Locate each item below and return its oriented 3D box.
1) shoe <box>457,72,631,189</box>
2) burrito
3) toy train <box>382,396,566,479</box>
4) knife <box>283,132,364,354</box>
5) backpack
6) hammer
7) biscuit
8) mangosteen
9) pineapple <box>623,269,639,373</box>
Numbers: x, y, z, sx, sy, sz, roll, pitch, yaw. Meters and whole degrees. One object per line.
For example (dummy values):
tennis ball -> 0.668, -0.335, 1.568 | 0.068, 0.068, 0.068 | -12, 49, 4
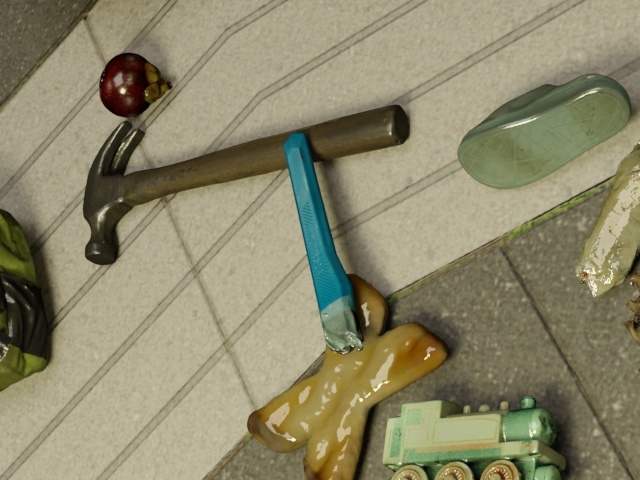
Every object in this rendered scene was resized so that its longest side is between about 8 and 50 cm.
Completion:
shoe -> 0.234, -0.121, 1.905 | 0.195, 0.079, 0.078 | -25, 23, 35
burrito -> 0.302, -0.031, 1.824 | 0.058, 0.045, 0.188 | 21, 86, 46
toy train -> 0.149, 0.213, 1.812 | 0.194, 0.081, 0.125 | -9, 62, 34
knife -> 0.002, 0.001, 1.984 | 0.044, 0.026, 0.296 | -34, 51, 28
backpack -> -0.435, 0.072, 2.248 | 0.207, 0.140, 0.253 | -23, 64, 24
hammer -> -0.094, -0.086, 2.134 | 0.440, 0.044, 0.168 | -11, 67, 31
biscuit -> 0.027, 0.155, 1.942 | 0.164, 0.047, 0.208 | 38, 95, 39
mangosteen -> -0.230, -0.187, 2.254 | 0.081, 0.081, 0.081 | -14, 63, 31
pineapple -> 0.359, 0.050, 1.685 | 0.166, 0.166, 0.193 | -10, 56, 32
